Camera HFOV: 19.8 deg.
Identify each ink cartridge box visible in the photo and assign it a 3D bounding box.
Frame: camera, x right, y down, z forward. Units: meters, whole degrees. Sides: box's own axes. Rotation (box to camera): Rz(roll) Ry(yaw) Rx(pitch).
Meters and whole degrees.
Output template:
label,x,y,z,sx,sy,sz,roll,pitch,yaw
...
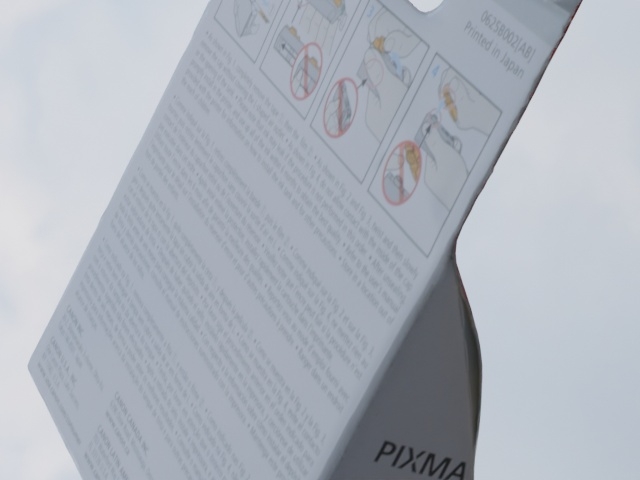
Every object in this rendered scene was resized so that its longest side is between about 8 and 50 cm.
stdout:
label,x,y,z,sx,sy,sz,roll,pitch,yaw
ink cartridge box,0.000,0.000,0.558,0.066,0.189,0.232,21,-73,-33
